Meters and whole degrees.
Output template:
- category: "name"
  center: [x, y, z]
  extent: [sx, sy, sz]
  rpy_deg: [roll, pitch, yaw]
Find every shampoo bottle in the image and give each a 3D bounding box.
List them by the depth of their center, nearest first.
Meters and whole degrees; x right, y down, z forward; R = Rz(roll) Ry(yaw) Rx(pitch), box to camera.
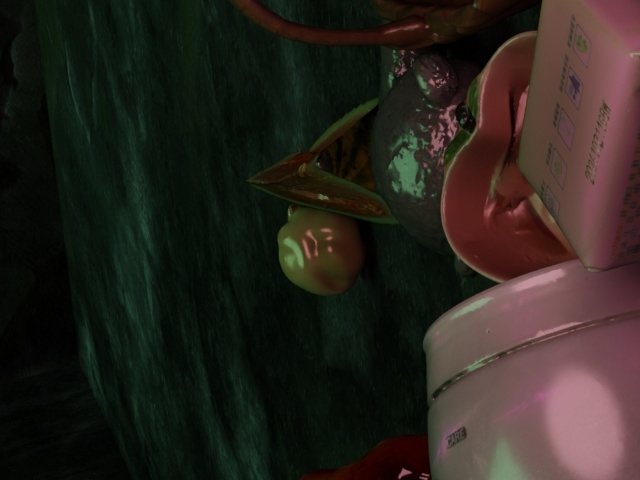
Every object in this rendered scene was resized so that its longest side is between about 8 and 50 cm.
- category: "shampoo bottle"
  center: [0.216, 0.156, 1.411]
  extent: [0.273, 0.273, 0.266]
  rpy_deg: [115, 141, -65]

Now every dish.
- category: "dish"
  center: [0.198, -0.060, 1.529]
  extent: [0.213, 0.090, 0.213]
  rpy_deg: [-8, 79, 49]

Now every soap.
- category: "soap"
  center: [0.245, -0.100, 1.261]
  extent: [0.199, 0.182, 0.138]
  rpy_deg: [94, 156, -45]

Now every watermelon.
- category: "watermelon"
  center: [0.036, -0.098, 2.052]
  extent: [0.303, 0.159, 0.128]
  rpy_deg: [176, 109, -75]

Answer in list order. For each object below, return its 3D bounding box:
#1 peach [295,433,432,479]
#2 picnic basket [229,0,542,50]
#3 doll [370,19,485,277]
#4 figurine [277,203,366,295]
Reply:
- category: "peach"
  center: [0.099, 0.376, 1.865]
  extent: [0.310, 0.335, 0.406]
  rpy_deg: [-145, 38, -75]
- category: "picnic basket"
  center: [0.040, -0.296, 1.534]
  extent: [0.337, 0.337, 0.293]
  rpy_deg: [-158, 55, -70]
- category: "doll"
  center: [0.130, -0.123, 1.735]
  extent: [0.340, 0.158, 0.246]
  rpy_deg: [-74, -33, -65]
- category: "figurine"
  center: [0.000, 0.000, 2.317]
  extent: [0.196, 0.108, 0.114]
  rpy_deg: [-98, 8, -77]
